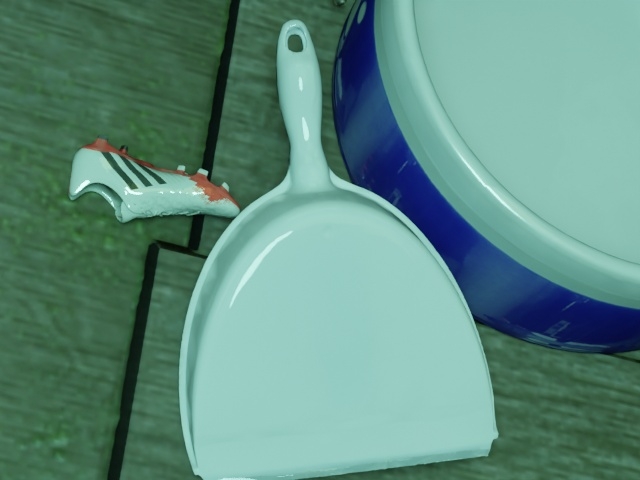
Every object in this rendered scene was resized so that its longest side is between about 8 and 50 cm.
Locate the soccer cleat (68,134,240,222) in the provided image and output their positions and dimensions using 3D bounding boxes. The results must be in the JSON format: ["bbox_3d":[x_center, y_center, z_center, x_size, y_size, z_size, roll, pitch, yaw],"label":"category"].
[{"bbox_3d":[-0.080,-0.021,0.787,0.083,0.029,0.035,21,70,-7],"label":"soccer cleat"}]

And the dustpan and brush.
[{"bbox_3d":[0.000,0.000,0.773,0.147,0.060,0.211,-6,94,-8],"label":"dustpan and brush"}]

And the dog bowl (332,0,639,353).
[{"bbox_3d":[0.144,-0.079,0.852,0.265,0.104,0.265,8,65,-17],"label":"dog bowl"}]

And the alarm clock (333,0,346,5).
[{"bbox_3d":[-0.039,-0.218,0.873,0.129,0.064,0.192,5,63,-19],"label":"alarm clock"}]
